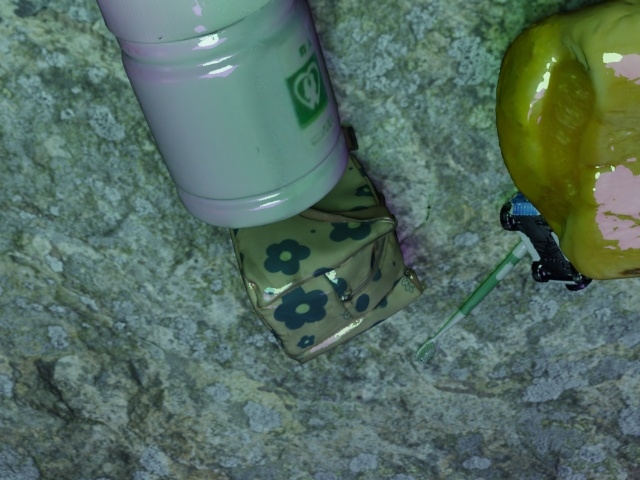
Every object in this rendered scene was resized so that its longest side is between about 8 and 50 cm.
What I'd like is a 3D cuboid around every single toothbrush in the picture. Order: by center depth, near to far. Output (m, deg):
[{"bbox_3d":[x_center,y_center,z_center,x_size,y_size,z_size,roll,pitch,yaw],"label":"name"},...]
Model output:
[{"bbox_3d":[0.213,0.088,1.561,0.018,0.024,0.257,26,121,-22],"label":"toothbrush"}]

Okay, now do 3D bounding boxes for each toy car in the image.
[{"bbox_3d":[0.309,0.000,1.456,0.080,0.070,0.170,1,138,44],"label":"toy car"}]

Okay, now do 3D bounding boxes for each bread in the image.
[{"bbox_3d":[0.397,-0.151,1.252,0.394,0.250,0.361,-9,125,8],"label":"bread"}]

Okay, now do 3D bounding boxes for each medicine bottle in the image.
[{"bbox_3d":[-0.105,-0.196,1.204,0.212,0.212,0.325,-14,127,7],"label":"medicine bottle"}]

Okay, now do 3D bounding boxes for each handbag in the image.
[{"bbox_3d":[0.000,0.000,1.346,0.193,0.251,0.190,-27,132,5],"label":"handbag"}]
